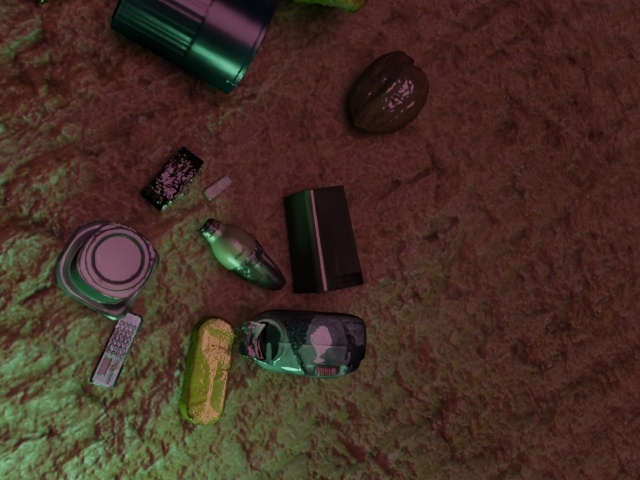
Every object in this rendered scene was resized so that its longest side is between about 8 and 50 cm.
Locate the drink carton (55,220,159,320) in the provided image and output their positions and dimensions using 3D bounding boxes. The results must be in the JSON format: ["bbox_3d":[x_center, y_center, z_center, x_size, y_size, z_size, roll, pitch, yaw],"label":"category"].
[{"bbox_3d":[-0.438,0.052,1.477,0.191,0.189,0.185,36,76,-15],"label":"drink carton"}]

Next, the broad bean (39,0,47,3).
[{"bbox_3d":[-0.567,-0.616,1.531,0.069,0.039,0.227,9,85,-19],"label":"broad bean"}]

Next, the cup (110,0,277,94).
[{"bbox_3d":[-0.265,-0.520,1.552,0.292,0.242,0.308,24,91,-20],"label":"cup"}]

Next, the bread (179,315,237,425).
[{"bbox_3d":[-0.253,0.292,1.610,0.102,0.094,0.246,9,83,-15],"label":"bread"}]

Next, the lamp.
[{"bbox_3d":[-0.174,0.036,1.651,0.250,0.101,0.101,40,72,-21],"label":"lamp"}]

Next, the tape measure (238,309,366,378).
[{"bbox_3d":[-0.033,0.234,1.625,0.275,0.256,0.147,4,87,2],"label":"tape measure"}]

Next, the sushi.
[{"bbox_3d":[-0.327,-0.136,1.594,0.078,0.090,0.150,41,74,-14],"label":"sushi"}]

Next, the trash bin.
[{"bbox_3d":[0.000,0.000,1.705,0.122,0.164,0.241,-9,88,-26],"label":"trash bin"}]

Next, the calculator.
[{"bbox_3d":[-0.443,0.238,1.564,0.057,0.018,0.172,27,78,-20],"label":"calculator"}]

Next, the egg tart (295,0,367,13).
[{"bbox_3d":[-0.061,-0.687,1.642,0.443,0.178,0.443,40,33,-33],"label":"egg tart"}]

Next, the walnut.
[{"bbox_3d":[0.168,-0.361,1.798,0.230,0.178,0.178,-43,105,-8],"label":"walnut"}]

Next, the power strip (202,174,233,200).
[{"bbox_3d":[-0.238,-0.125,1.673,0.083,0.017,0.027,-40,105,-21],"label":"power strip"}]
